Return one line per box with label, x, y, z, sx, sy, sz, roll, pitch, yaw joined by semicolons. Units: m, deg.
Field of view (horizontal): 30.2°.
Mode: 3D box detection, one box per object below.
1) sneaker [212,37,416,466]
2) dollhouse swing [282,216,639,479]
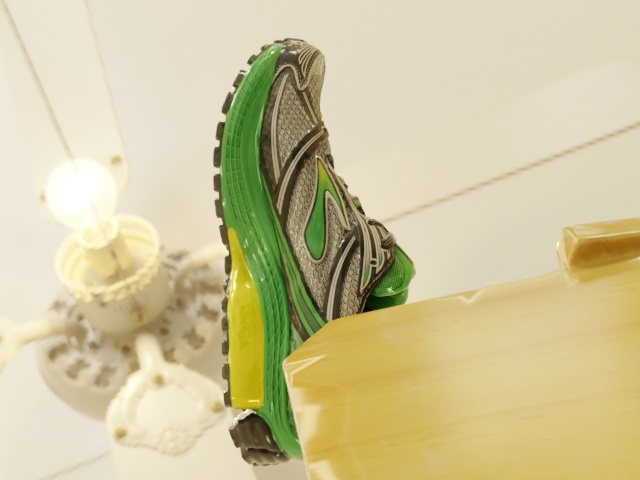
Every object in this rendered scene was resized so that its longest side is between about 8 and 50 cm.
sneaker;0.000;0.000;0.931;0.146;0.134;0.344;-8;-108;7
dollhouse swing;0.187;0.177;0.668;0.305;0.315;0.347;-26;-155;2
